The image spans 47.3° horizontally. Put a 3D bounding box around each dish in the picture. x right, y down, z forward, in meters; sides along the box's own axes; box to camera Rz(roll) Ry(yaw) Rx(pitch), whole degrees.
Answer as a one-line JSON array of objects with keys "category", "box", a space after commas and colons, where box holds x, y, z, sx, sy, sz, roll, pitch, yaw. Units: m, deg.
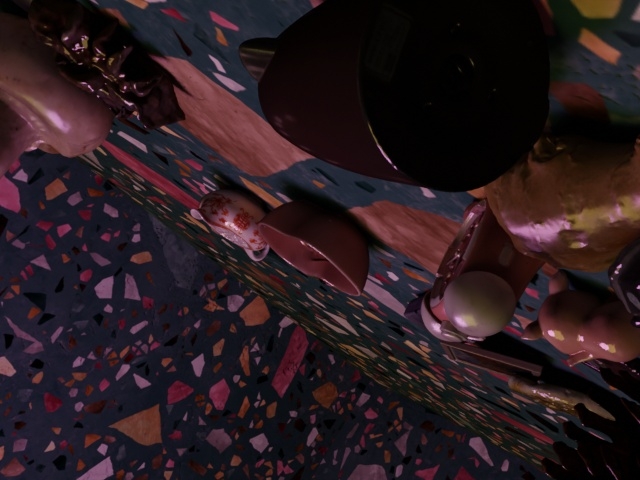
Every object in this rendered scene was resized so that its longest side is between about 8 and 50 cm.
[{"category": "dish", "box": [0.000, 0.000, 1.249, 0.213, 0.090, 0.213, 32, 166, 9]}]

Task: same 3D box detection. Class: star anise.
[{"category": "star anise", "box": [-0.314, -0.246, 1.047, 0.220, 0.099, 0.214, 28, 158, 21]}]

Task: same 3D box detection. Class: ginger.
[{"category": "ginger", "box": [0.219, -0.049, 0.519, 0.131, 0.086, 0.294, 42, 160, 0]}]

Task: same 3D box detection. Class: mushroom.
[{"category": "mushroom", "box": [-0.508, -0.211, 1.212, 0.293, 0.290, 0.292, 29, 163, 10]}]

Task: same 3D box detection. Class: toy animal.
[{"category": "toy animal", "box": [0.315, 0.095, 0.846, 0.150, 0.083, 0.089, 8, 142, 38]}]

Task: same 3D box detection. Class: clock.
[{"category": "clock", "box": [0.175, 0.034, 0.755, 0.093, 0.162, 0.166, 30, 169, 0]}]

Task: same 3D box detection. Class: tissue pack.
[{"category": "tissue pack", "box": [0.223, 0.143, 1.339, 0.112, 0.051, 0.156, 30, 168, -1]}]

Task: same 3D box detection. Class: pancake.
[{"category": "pancake", "box": [0.462, 0.302, 1.339, 0.254, 0.037, 0.253, 20, 170, 4]}]

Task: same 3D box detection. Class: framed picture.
[{"category": "framed picture", "box": [0.324, 0.231, 1.385, 0.184, 0.016, 0.250, 15, 168, 17]}]

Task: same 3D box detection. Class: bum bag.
[{"category": "bum bag", "box": [0.424, 0.180, 1.052, 0.159, 0.026, 0.109, 30, 169, 39]}]

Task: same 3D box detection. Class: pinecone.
[{"category": "pinecone", "box": [0.391, 0.260, 0.841, 0.246, 0.292, 0.246, 41, -161, -17]}]

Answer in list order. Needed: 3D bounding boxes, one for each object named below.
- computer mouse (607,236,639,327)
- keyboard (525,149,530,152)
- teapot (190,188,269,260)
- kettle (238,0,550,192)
[{"category": "computer mouse", "box": [0.271, 0.025, 0.477, 0.106, 0.062, 0.192, 39, 164, -4]}, {"category": "keyboard", "box": [0.113, -0.107, 0.692, 0.197, 0.015, 0.074, 30, 169, 13]}, {"category": "teapot", "box": [-0.166, -0.035, 1.495, 0.159, 0.116, 0.245, 7, 152, 37]}, {"category": "kettle", "box": [0.057, -0.116, 0.560, 0.202, 0.144, 0.232, 14, -176, -28]}]
